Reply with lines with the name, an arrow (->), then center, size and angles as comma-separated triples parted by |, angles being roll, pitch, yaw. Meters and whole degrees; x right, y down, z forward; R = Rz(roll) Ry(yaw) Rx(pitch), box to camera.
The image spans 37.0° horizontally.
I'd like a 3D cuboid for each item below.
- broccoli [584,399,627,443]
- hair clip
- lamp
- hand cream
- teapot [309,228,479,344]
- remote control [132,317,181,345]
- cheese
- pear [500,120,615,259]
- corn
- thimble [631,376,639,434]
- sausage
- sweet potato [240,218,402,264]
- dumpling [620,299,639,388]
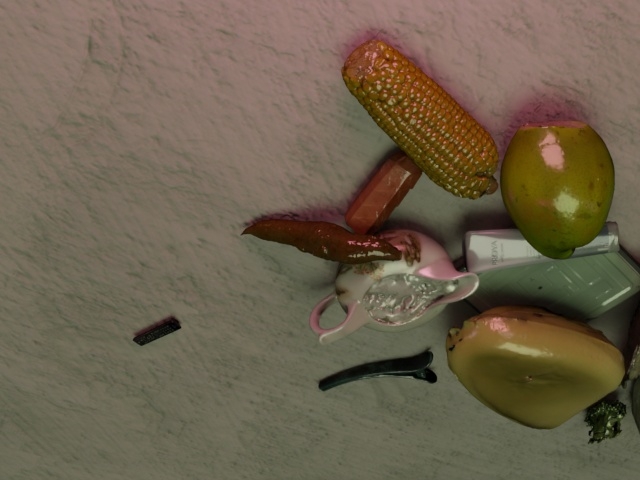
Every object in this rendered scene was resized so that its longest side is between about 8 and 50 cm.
broccoli -> 0.574, 0.366, 1.927 | 0.097, 0.092, 0.095 | -15, 117, 31
hair clip -> 0.106, 0.255, 1.841 | 0.230, 0.039, 0.070 | -7, 129, 8
lamp -> 0.400, 0.066, 1.696 | 0.269, 0.047, 0.266 | -37, 120, 24
hand cream -> 0.363, 0.006, 1.585 | 0.255, 0.048, 0.079 | -7, 109, 3
teapot -> 0.118, 0.083, 1.631 | 0.298, 0.139, 0.204 | -25, 129, 15
remote control -> -0.298, 0.166, 1.744 | 0.091, 0.016, 0.034 | -25, 142, 16
cheese -> 0.366, 0.217, 1.706 | 0.316, 0.128, 0.259 | 31, 124, -22
pear -> 0.368, -0.076, 1.480 | 0.188, 0.187, 0.219 | -6, 100, 0
corn -> 0.160, -0.174, 1.439 | 0.322, 0.119, 0.119 | 37, 118, -28
thimble -> 0.772, 0.345, 1.857 | 0.292, 0.195, 0.291 | -2, 131, -2
sausage -> 0.107, -0.083, 1.542 | 0.065, 0.065, 0.169 | 24, 123, -22
sweet potato -> 0.000, 0.000, 1.568 | 0.274, 0.067, 0.067 | 10, 132, 19
dumpling -> 0.601, 0.176, 1.723 | 0.086, 0.166, 0.332 | 9, 130, 12
